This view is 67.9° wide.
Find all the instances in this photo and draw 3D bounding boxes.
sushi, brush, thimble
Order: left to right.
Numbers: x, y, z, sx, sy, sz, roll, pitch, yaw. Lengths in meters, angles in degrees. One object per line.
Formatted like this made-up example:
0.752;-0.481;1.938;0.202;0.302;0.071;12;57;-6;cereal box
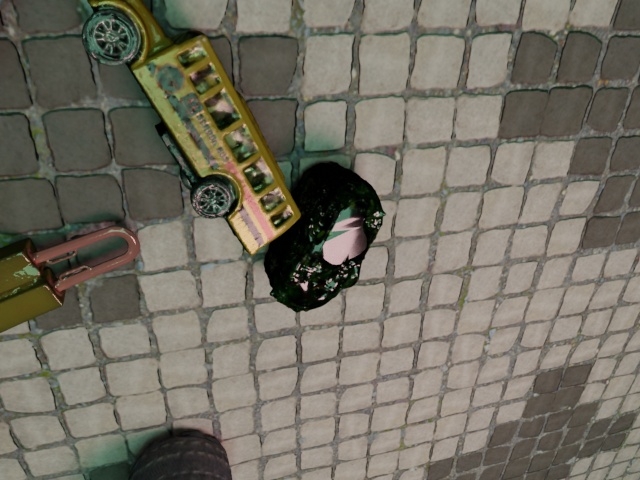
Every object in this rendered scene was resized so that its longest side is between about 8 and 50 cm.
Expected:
-0.366;0.037;0.662;0.233;0.047;0.103;-23;123;-6;brush
-0.261;0.491;0.885;0.204;0.172;0.237;-6;118;-11;thimble
0.000;0.000;0.709;0.124;0.127;0.225;19;113;-28;sushi

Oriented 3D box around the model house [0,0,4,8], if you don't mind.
-0.378;-0.285;0.388;0.253;0.184;0.291;32;105;-29;model house

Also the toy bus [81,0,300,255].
-0.147;-0.142;0.585;0.122;0.121;0.336;-31;123;-7;toy bus
